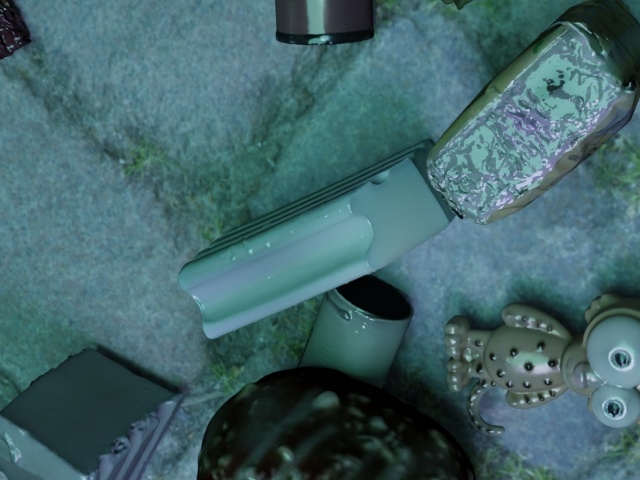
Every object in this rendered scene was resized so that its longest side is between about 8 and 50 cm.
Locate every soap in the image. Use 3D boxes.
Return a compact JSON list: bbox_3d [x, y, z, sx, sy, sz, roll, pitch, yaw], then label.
[{"bbox_3d":[-0.334,0.308,1.679,0.159,0.258,0.302,31,115,7],"label":"soap"},{"bbox_3d":[0.000,0.000,1.503,0.289,0.173,0.095,-24,99,24],"label":"soap"}]

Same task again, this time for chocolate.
[{"bbox_3d":[0.011,0.295,1.455,0.340,0.210,0.225,30,116,10],"label":"chocolate"}]

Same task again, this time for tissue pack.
[{"bbox_3d":[0.229,-0.132,1.329,0.123,0.257,0.215,48,115,4],"label":"tissue pack"}]

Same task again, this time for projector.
[{"bbox_3d":[0.005,0.204,1.604,0.108,0.108,0.337,26,114,11],"label":"projector"}]

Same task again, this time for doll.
[{"bbox_3d":[0.272,0.138,1.482,0.278,0.119,0.154,-7,101,27],"label":"doll"}]

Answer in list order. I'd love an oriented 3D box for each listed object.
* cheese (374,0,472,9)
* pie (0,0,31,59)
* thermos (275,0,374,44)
[{"bbox_3d":[0.109,-0.315,1.367,0.202,0.091,0.175,-23,100,-11],"label":"cheese"},{"bbox_3d":[-0.398,-0.332,1.610,0.219,0.054,0.204,-33,94,28],"label":"pie"},{"bbox_3d":[-0.015,-0.379,1.417,0.136,0.109,0.330,1,107,10],"label":"thermos"}]
